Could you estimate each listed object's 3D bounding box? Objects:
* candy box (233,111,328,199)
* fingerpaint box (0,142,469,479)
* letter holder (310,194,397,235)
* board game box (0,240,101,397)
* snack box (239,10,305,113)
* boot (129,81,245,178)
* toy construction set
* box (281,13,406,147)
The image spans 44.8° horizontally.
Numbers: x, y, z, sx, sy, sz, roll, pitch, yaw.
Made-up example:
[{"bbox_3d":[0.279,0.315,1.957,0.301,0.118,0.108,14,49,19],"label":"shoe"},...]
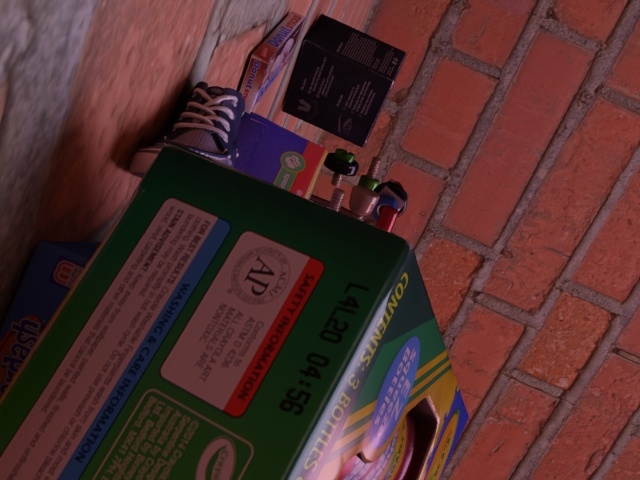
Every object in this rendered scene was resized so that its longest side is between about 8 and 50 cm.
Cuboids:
[{"bbox_3d":[-0.116,0.048,0.958,0.317,0.122,0.268,113,1,-55],"label":"candy box"},{"bbox_3d":[-0.078,0.233,0.485,0.444,0.163,0.371,-60,156,-16],"label":"fingerpaint box"},{"bbox_3d":[-0.023,0.043,1.468,0.152,0.302,0.214,-67,-179,-46],"label":"letter holder"},{"bbox_3d":[-0.165,0.081,0.523,0.210,0.047,0.160,109,5,-88],"label":"board game box"},{"bbox_3d":[-0.056,-0.209,0.893,0.178,0.022,0.064,-68,-177,-57],"label":"snack box"},{"bbox_3d":[-0.092,-0.079,0.574,0.190,0.069,0.086,-150,-103,-81],"label":"boot"},{"bbox_3d":[0.000,0.000,1.195,0.237,0.258,0.309,-70,-156,18],"label":"toy construction set"},{"bbox_3d":[0.037,-0.264,1.290,0.156,0.158,0.093,115,-1,-49],"label":"box"}]
